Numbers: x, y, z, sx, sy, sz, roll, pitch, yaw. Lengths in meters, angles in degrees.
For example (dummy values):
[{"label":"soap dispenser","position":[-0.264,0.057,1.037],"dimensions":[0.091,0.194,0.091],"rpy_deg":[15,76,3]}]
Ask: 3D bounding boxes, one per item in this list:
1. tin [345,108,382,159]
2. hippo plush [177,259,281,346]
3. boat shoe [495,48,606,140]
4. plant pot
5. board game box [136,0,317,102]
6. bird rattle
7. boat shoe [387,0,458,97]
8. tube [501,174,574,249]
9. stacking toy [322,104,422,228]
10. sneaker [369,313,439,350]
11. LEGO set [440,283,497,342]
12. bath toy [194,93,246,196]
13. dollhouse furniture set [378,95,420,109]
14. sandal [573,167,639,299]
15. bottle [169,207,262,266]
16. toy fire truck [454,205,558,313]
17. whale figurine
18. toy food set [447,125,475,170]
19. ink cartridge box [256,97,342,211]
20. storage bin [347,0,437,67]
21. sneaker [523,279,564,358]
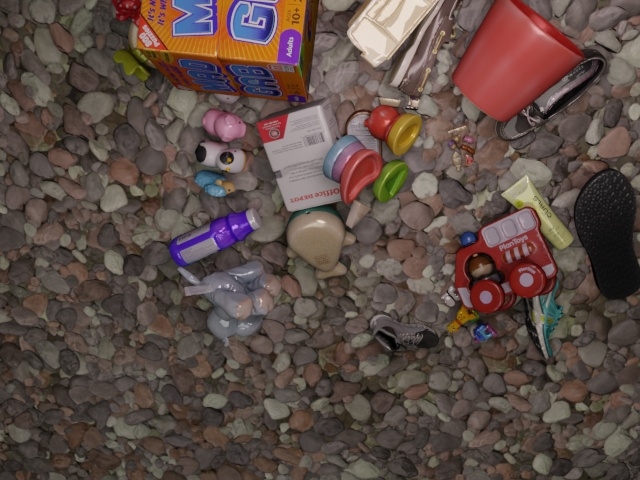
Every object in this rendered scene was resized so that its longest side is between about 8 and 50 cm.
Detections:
[{"label":"tin","position":[0.124,-0.280,1.884],"dimensions":[0.106,0.040,0.189],"rpy_deg":[0,111,9]},{"label":"hippo plush","position":[-0.266,0.221,1.997],"dimensions":[0.294,0.234,0.236],"rpy_deg":[-7,126,-20]},{"label":"boat shoe","position":[0.617,-0.390,1.769],"dimensions":[0.335,0.095,0.112],"rpy_deg":[-40,103,17]},{"label":"plant pot","position":[0.487,-0.457,1.678],"dimensions":[0.275,0.275,0.243],"rpy_deg":[35,120,-9]},{"label":"board game box","position":[-0.195,-0.562,1.572],"dimensions":[0.356,0.356,0.356],"rpy_deg":[7,89,2]},{"label":"bird rattle","position":[-0.464,-0.566,1.799],"dimensions":[0.207,0.143,0.253],"rpy_deg":[5,99,-10]},{"label":"boat shoe","position":[0.294,-0.536,1.721],"dimensions":[0.097,0.116,0.324],"rpy_deg":[26,100,-12]},{"label":"tube","position":[0.640,-0.075,1.912],"dimensions":[0.240,0.062,0.070],"rpy_deg":[47,73,-8]},{"label":"stacking toy","position":[0.123,-0.212,1.798],"dimensions":[0.130,0.309,0.279],"rpy_deg":[37,148,26]},{"label":"sneaker","position":[0.263,0.314,2.050],"dimensions":[0.229,0.132,0.086],"rpy_deg":[15,111,-1]},{"label":"LEGO set","position":[0.448,0.256,2.038],"dimensions":[0.093,0.087,0.227],"rpy_deg":[-40,102,17]},{"label":"bath toy","position":[-0.279,-0.307,1.856],"dimensions":[0.151,0.129,0.348],"rpy_deg":[10,111,1]},{"label":"dollhouse furniture set","position":[0.220,-0.411,1.809],"dimensions":[0.114,0.091,0.081],"rpy_deg":[8,96,5]},{"label":"sandal","position":[0.826,-0.020,1.906],"dimensions":[0.168,0.107,0.445],"rpy_deg":[-17,121,9]},{"label":"bottle","position":[-0.314,-0.014,1.977],"dimensions":[0.283,0.118,0.092],"rpy_deg":[-23,105,12]},{"label":"toy fire truck","position":[0.529,0.067,1.914],"dimensions":[0.302,0.169,0.254],"rpy_deg":[-27,75,28]},{"label":"whale figurine","position":[0.000,0.000,1.969],"dimensions":[0.216,0.141,0.272],"rpy_deg":[-14,134,10]},{"label":"toy food set","position":[0.409,-0.262,1.876],"dimensions":[0.078,0.019,0.122],"rpy_deg":[-18,109,11]},{"label":"ink cartridge box","position":[-0.036,-0.240,1.854],"dimensions":[0.197,0.114,0.272],"rpy_deg":[-11,109,20]},{"label":"storage bin","position":[0.181,-0.582,1.642],"dimensions":[0.123,0.262,0.260],"rpy_deg":[38,109,-12]},{"label":"sneaker","position":[0.695,0.240,2.008],"dimensions":[0.110,0.107,0.275],"rpy_deg":[-11,110,-1]}]
